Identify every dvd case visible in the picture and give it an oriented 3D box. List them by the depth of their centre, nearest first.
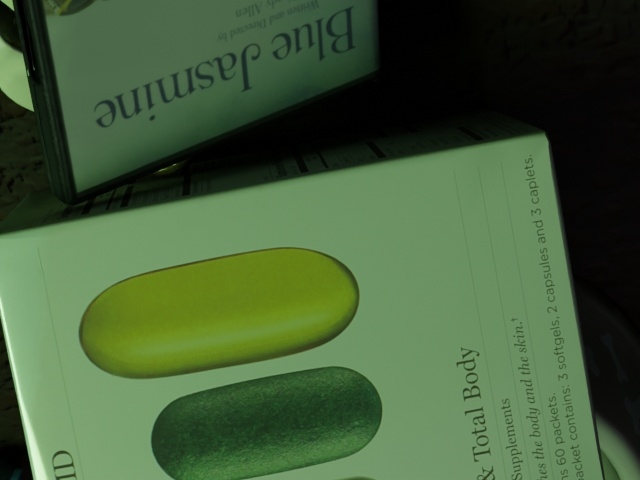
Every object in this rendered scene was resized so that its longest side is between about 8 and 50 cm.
[{"bbox_3d":[-0.056,-0.149,0.794,0.180,0.022,0.253,-25,134,-23],"label":"dvd case"}]

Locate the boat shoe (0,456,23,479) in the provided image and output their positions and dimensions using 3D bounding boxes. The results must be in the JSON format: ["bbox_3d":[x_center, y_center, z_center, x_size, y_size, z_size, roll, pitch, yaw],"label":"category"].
[{"bbox_3d":[-0.297,0.241,1.268,0.089,0.109,0.258,33,116,-5],"label":"boat shoe"}]

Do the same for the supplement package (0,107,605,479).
[{"bbox_3d":[-0.012,0.057,0.913,0.263,0.198,0.199,-10,98,-2],"label":"supplement package"}]

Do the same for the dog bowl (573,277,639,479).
[{"bbox_3d":[0.055,0.160,1.154,0.349,0.102,0.348,-2,131,-2],"label":"dog bowl"}]

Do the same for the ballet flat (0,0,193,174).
[{"bbox_3d":[-0.160,-0.141,0.826,0.116,0.124,0.342,-25,133,26],"label":"ballet flat"}]
